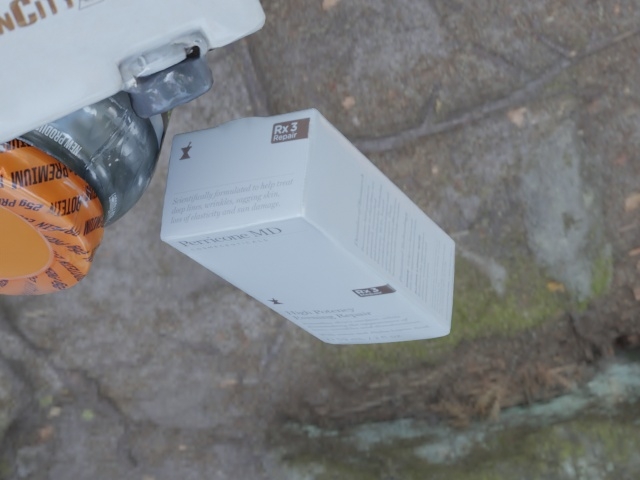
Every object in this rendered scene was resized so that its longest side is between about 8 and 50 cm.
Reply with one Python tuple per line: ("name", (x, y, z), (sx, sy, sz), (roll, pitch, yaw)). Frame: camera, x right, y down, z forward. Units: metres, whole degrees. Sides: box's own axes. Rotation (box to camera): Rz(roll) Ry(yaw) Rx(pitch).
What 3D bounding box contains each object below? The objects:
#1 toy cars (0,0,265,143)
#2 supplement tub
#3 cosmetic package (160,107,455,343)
("toy cars", (-0.086, -0.177, 0.458), (0.176, 0.087, 0.394), (26, 83, -23))
("supplement tub", (-0.190, -0.148, 0.774), (0.207, 0.338, 0.207), (8, 150, 5))
("cosmetic package", (0.000, 0.000, 0.823), (0.117, 0.086, 0.231), (-8, 155, 30))
